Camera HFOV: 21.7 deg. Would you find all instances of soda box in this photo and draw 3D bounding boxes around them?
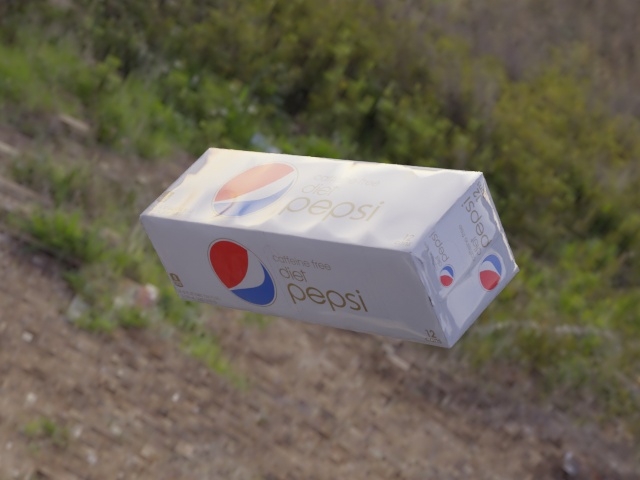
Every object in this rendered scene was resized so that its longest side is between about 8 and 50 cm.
[{"bbox_3d":[0.000,0.000,0.952,0.216,0.069,0.074,7,42,43],"label":"soda box"}]
